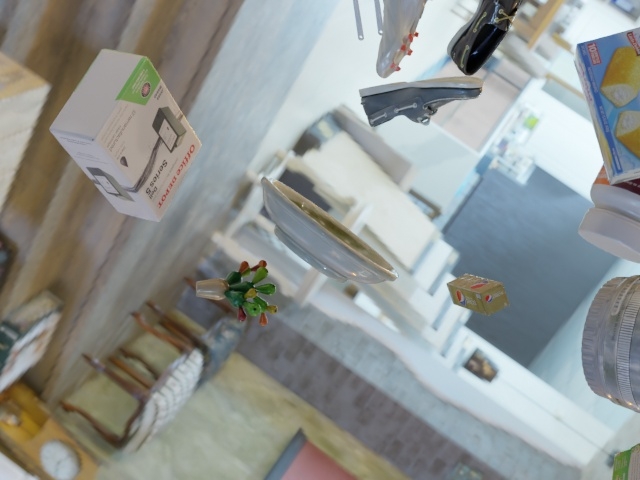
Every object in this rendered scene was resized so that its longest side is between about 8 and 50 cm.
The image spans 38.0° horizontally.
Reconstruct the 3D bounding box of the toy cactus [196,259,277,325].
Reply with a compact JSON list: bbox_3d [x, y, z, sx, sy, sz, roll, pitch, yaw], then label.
[{"bbox_3d":[-0.193,0.116,2.115,0.219,0.180,0.112,-103,-162,-53],"label":"toy cactus"}]

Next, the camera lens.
[{"bbox_3d":[0.567,0.168,1.405,0.274,0.219,0.219,8,-129,44],"label":"camera lens"}]

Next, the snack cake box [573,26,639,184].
[{"bbox_3d":[0.582,-0.253,1.726,0.152,0.264,0.089,-15,166,7],"label":"snack cake box"}]

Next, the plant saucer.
[{"bbox_3d":[0.000,0.000,2.207,0.100,0.400,0.400,-53,175,6],"label":"plant saucer"}]

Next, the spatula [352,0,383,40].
[{"bbox_3d":[0.147,-0.632,2.404,0.019,0.168,0.242,-66,150,-51],"label":"spatula"}]

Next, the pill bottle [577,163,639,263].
[{"bbox_3d":[0.801,-0.156,2.271,0.392,0.224,0.224,-63,175,-3],"label":"pill bottle"}]

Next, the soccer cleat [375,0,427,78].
[{"bbox_3d":[0.127,-0.361,1.512,0.196,0.076,0.068,-67,164,9],"label":"soccer cleat"}]

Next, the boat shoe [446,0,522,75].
[{"bbox_3d":[0.322,-0.407,1.715,0.081,0.069,0.228,4,136,-35],"label":"boat shoe"}]

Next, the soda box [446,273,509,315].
[{"bbox_3d":[0.363,0.124,2.157,0.061,0.058,0.181,-24,-168,-14],"label":"soda box"}]

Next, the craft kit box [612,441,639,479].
[{"bbox_3d":[0.779,0.517,2.109,0.246,0.061,0.250,-33,-176,28],"label":"craft kit box"}]

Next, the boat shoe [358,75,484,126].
[{"bbox_3d":[0.221,-0.300,2.020,0.116,0.319,0.099,-19,105,-46],"label":"boat shoe"}]

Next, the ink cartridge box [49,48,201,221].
[{"bbox_3d":[-0.358,-0.194,1.759,0.198,0.114,0.273,-65,152,-22],"label":"ink cartridge box"}]
